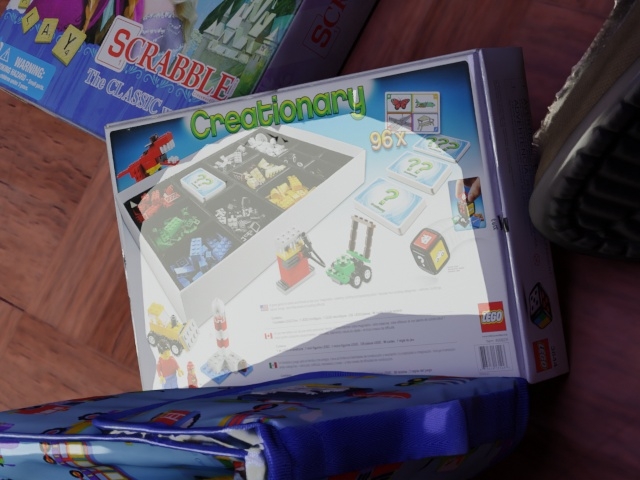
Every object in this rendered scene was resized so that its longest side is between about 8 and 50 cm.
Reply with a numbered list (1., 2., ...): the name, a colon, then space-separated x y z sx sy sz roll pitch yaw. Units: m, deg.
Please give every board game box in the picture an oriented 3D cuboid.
1. board game box: 0.000 0.000 1.140 0.305 0.053 0.193 -7 91 39
2. board game box: -0.085 -0.212 1.367 0.319 0.066 0.318 26 87 45

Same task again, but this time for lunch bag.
1. lunch bag: -0.039 0.133 1.008 0.293 0.221 0.138 -17 80 38

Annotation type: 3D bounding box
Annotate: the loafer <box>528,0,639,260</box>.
1. loafer: 0.236 -0.141 0.988 0.366 0.134 0.130 -53 31 26
